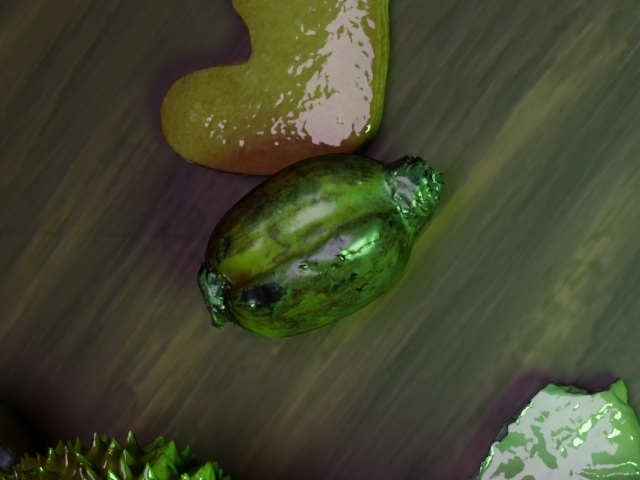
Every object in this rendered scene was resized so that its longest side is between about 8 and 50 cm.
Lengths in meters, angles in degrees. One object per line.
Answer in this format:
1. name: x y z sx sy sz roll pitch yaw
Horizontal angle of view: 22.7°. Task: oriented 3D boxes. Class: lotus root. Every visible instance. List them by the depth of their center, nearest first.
1. lotus root: 0.000 0.000 1.187 0.209 0.120 0.120 -29 78 13

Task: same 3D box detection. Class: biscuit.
1. biscuit: 0.142 0.227 1.160 0.141 0.038 0.290 45 100 15
2. biscuit: -0.038 -0.146 1.249 0.186 0.036 0.192 3 86 20

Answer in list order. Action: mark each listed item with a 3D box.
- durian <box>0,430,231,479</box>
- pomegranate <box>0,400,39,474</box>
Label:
1. durian: -0.127 0.266 1.137 0.224 0.291 0.291 -32 72 -32
2. pomegranate: -0.320 0.199 1.260 0.209 0.180 0.180 -12 81 45
